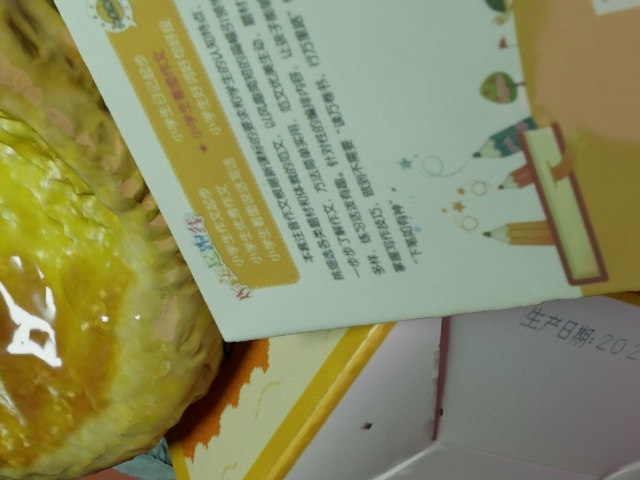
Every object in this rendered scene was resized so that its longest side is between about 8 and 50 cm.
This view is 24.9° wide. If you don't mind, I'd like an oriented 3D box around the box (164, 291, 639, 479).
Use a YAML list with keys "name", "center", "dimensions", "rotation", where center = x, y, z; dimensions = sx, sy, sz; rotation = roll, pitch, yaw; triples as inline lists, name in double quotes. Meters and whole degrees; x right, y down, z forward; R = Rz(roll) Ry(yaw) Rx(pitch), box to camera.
- name: "box"
  center: [0.084, 0.056, 0.857]
  dimensions: [0.283, 0.214, 0.259]
  rotation: [17, 124, -30]

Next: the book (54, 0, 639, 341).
- name: "book"
  center: [0.048, -0.056, 0.598]
  dimensions: [0.295, 0.020, 0.208]
  rotation: [-8, 122, 26]

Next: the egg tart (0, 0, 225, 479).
- name: "egg tart"
  center: [-0.248, -0.045, 0.811]
  dimensions: [0.443, 0.178, 0.443]
  rotation: [12, 135, 12]

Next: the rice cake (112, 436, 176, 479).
- name: "rice cake"
  center: [-0.200, 0.164, 1.243]
  dimensions: [0.211, 0.034, 0.043]
  rotation: [27, 129, -27]
